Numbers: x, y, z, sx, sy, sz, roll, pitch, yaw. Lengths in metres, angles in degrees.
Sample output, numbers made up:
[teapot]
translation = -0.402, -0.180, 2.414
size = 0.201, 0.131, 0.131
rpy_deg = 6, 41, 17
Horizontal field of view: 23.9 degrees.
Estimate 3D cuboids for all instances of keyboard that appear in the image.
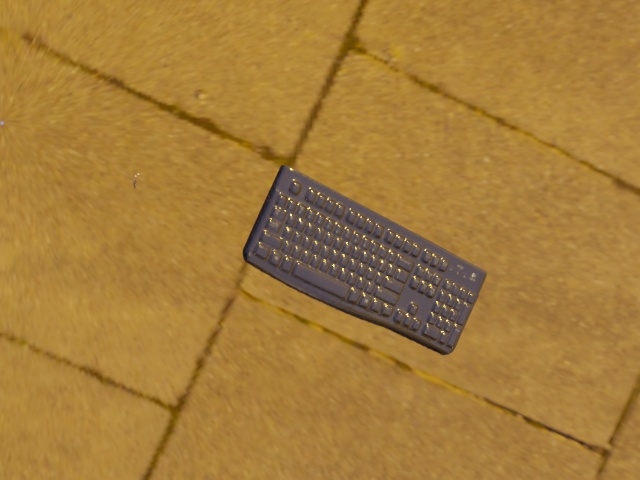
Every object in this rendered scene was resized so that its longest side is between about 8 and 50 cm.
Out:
[keyboard]
translation = 0.006, 0.002, 1.373
size = 0.381, 0.041, 0.104
rpy_deg = 25, 87, -30
